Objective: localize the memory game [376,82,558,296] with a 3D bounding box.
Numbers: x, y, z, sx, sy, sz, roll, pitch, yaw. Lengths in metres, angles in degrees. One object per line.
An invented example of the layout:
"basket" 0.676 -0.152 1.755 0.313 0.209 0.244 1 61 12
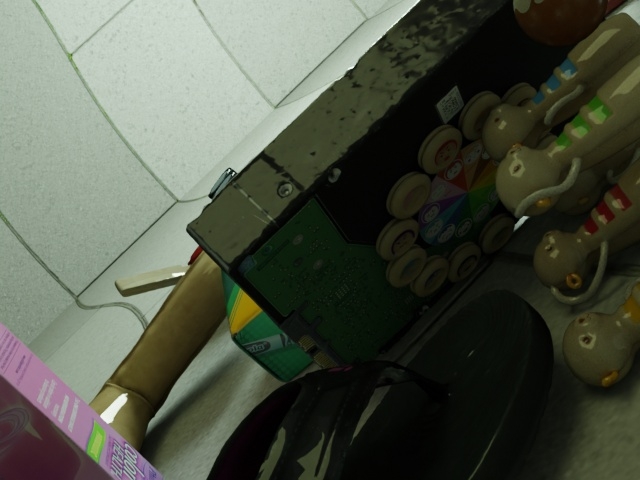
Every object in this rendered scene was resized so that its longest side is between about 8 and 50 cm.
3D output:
"memory game" 0.116 -0.035 0.695 0.186 0.186 0.012 -44 55 -4

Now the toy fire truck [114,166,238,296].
"toy fire truck" -0.168 0.019 1.347 0.246 0.158 0.217 -55 15 1

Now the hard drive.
"hard drive" 0.083 -0.058 0.704 0.339 0.237 0.064 -45 54 -5

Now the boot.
"boot" -0.179 0.129 1.035 0.269 0.089 0.236 -53 13 -1

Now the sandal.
"sandal" -0.035 0.184 0.513 0.445 0.107 0.167 -47 14 -9

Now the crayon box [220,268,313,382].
"crayon box" 0.031 -0.007 0.913 0.278 0.081 0.165 -40 26 10

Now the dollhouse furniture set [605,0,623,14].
"dollhouse furniture set" 0.284 -0.402 1.202 0.152 0.201 0.374 -37 16 23

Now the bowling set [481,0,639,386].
"bowling set" 0.157 -0.065 0.585 0.154 0.200 0.287 -41 10 19

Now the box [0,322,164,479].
"box" -0.302 0.232 0.840 0.213 0.243 0.117 -43 14 -1
